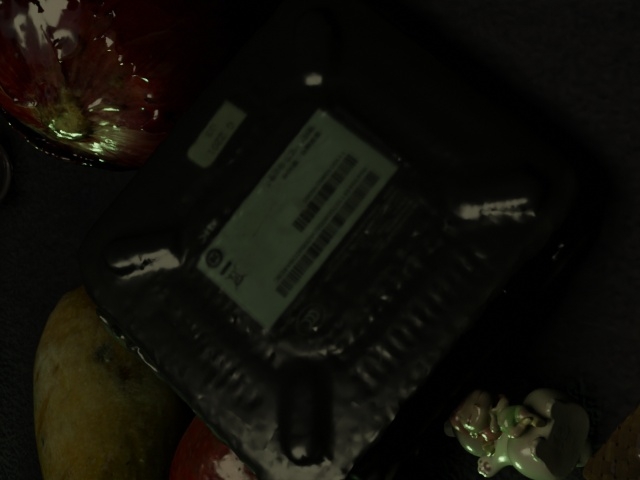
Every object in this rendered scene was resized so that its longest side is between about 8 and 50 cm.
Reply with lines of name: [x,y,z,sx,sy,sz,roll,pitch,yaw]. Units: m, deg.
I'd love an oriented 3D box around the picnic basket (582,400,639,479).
picnic basket: [0.274,0.204,1.145,0.193,0.055,0.110,53,132,24]

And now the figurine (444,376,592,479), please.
figurine: [0.139,0.134,1.259,0.146,0.081,0.098,13,144,46]

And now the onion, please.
onion: [-0.180,-0.191,1.435,0.276,0.276,0.276,12,107,46]

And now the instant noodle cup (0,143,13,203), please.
instant noodle cup: [-0.430,-0.075,1.829,0.136,0.127,0.127,-1,97,39]

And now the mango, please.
mango: [-0.186,0.182,1.525,0.176,0.175,0.329,105,159,-59]

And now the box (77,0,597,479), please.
box: [0.000,0.000,1.265,0.350,0.091,0.359,40,92,31]

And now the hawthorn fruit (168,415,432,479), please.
hawthorn fruit: [-0.033,0.228,1.384,0.215,0.215,0.249,52,134,27]
